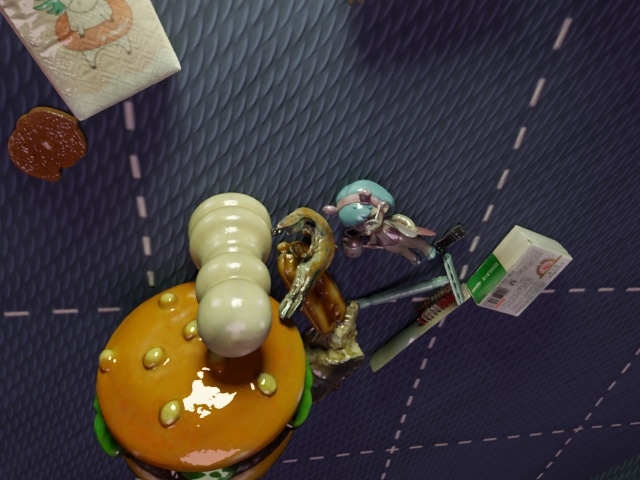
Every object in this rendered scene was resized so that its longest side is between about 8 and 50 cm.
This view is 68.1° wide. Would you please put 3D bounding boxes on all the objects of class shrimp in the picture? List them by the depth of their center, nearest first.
[{"bbox_3d":[-0.041,0.037,0.889,0.046,0.219,0.152,2,146,41],"label":"shrimp"}]

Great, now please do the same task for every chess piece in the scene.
[{"bbox_3d":[-0.146,0.062,0.813,0.167,0.299,0.166,-7,129,-9],"label":"chess piece"}]

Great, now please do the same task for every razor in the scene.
[{"bbox_3d":[0.199,0.117,1.079,0.232,0.068,0.105,-19,100,14],"label":"razor"}]

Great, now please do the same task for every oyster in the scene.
[{"bbox_3d":[0.013,0.297,1.152,0.167,0.110,0.341,24,118,-29],"label":"oyster"}]

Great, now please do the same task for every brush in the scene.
[{"bbox_3d":[0.230,0.212,1.172,0.050,0.060,0.321,37,113,-19],"label":"brush"}]

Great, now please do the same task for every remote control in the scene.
[{"bbox_3d":[0.277,0.000,1.043,0.096,0.014,0.039,-40,125,20],"label":"remote control"}]

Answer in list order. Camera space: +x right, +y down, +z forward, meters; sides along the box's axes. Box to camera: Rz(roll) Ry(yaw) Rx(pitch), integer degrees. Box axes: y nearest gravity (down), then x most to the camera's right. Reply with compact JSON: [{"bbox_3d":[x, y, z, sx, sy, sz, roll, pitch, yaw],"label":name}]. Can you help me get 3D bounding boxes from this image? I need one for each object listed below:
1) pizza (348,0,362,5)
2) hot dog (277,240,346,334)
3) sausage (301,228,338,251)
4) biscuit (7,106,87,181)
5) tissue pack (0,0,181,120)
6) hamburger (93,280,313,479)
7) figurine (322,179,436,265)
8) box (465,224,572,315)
[{"bbox_3d":[0.174,-0.432,0.652,0.288,0.075,0.279,11,128,-22],"label":"pizza"},{"bbox_3d":[-0.020,0.100,1.009,0.100,0.068,0.249,-46,128,-26],"label":"hot dog"},{"bbox_3d":[0.000,0.000,0.979,0.100,0.015,0.015,28,116,-30],"label":"sausage"},{"bbox_3d":[-0.436,-0.154,0.757,0.130,0.019,0.102,-42,124,20],"label":"biscuit"},{"bbox_3d":[-0.313,-0.326,0.568,0.170,0.071,0.325,-32,139,-13],"label":"tissue pack"},{"bbox_3d":[-0.203,0.260,0.904,0.397,0.395,0.277,-3,137,-11],"label":"hamburger"},{"bbox_3d":[0.118,-0.025,0.949,0.260,0.102,0.205,31,151,-33],"label":"figurine"},{"bbox_3d":[0.457,0.075,1.101,0.135,0.081,0.199,17,123,-25],"label":"box"}]
